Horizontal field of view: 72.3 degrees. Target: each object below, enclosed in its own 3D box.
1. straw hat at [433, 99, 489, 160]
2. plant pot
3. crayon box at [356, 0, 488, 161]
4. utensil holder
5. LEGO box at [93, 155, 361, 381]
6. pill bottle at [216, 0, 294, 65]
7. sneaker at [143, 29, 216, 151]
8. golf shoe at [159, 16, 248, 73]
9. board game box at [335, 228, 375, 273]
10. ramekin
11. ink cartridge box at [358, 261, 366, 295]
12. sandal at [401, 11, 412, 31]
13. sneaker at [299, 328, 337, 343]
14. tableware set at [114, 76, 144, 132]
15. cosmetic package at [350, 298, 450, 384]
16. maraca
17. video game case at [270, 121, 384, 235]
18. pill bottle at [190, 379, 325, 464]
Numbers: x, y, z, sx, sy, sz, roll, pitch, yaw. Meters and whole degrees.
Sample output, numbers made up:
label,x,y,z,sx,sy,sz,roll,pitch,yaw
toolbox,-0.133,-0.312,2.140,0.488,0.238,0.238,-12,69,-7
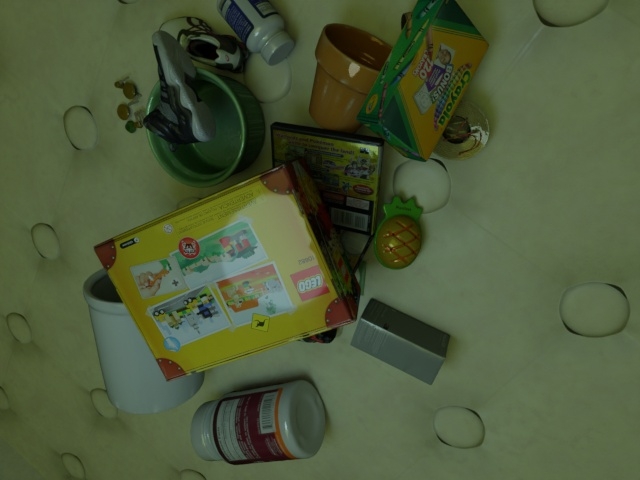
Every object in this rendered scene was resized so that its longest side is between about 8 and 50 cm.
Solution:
label,x,y,z,sx,sy,sz,roll,pitch,yaw
straw hat,0.309,-0.257,1.004,0.145,0.061,0.144,5,120,9
plant pot,0.066,-0.355,1.007,0.205,0.205,0.188,36,132,7
crayon box,0.210,-0.324,0.894,0.081,0.165,0.278,31,94,51
utensil holder,-0.527,0.288,1.367,0.328,0.327,0.385,8,111,19
LEGO box,-0.206,0.071,1.046,0.501,0.193,0.372,-20,102,14
pill bottle,-0.154,-0.529,1.072,0.112,0.112,0.186,-38,90,27
sneaker,-0.369,-0.348,1.052,0.153,0.101,0.268,-17,102,23
golf shoe,-0.324,-0.519,1.141,0.273,0.120,0.105,23,115,15
board game box,0.000,0.000,1.175,0.243,0.042,0.165,28,92,18
ramekin,-0.301,-0.304,1.182,0.304,0.148,0.303,6,108,20
ink cartridge box,0.017,0.100,1.233,0.209,0.062,0.108,9,109,18
sandal,0.238,-0.385,0.980,0.079,0.088,0.239,-12,111,1
sneaker,-0.086,0.215,1.258,0.276,0.097,0.135,39,140,-23
tableware set,-0.581,-0.411,1.332,0.104,0.024,0.154,-12,103,28
cosmetic package,0.215,0.267,1.173,0.238,0.127,0.107,21,114,13
maraca,0.198,-0.018,1.104,0.127,0.099,0.185,6,96,-15
video game case,0.011,-0.148,1.072,0.275,0.035,0.248,14,127,18
pill bottle,-0.203,0.582,1.385,0.392,0.224,0.224,-19,99,26
